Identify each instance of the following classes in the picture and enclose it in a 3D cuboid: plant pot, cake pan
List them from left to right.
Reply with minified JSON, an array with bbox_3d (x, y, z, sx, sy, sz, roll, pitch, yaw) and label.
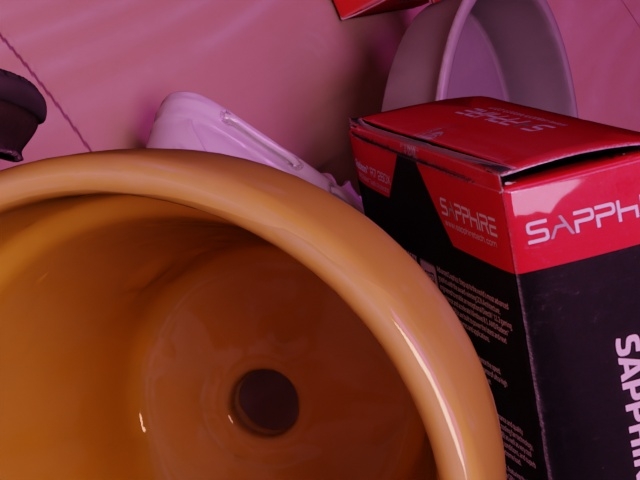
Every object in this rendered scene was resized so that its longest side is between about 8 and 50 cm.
[{"bbox_3d":[-0.044,0.086,0.607,0.254,0.254,0.239,67,14,0],"label":"plant pot"},{"bbox_3d":[0.115,-0.042,1.028,0.293,0.054,0.293,0,90,-63],"label":"cake pan"}]

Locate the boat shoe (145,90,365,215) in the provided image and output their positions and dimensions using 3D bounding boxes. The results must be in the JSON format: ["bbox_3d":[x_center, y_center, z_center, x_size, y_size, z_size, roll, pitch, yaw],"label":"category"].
[{"bbox_3d":[0.000,0.000,0.857,0.258,0.095,0.084,39,45,-41],"label":"boat shoe"}]

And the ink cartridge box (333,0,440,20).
[{"bbox_3d":[0.047,-0.248,1.115,0.134,0.078,0.231,-23,90,-60],"label":"ink cartridge box"}]

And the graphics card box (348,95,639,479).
[{"bbox_3d":[0.116,0.120,0.737,0.233,0.094,0.371,-148,-134,-72],"label":"graphics card box"}]

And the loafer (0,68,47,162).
[{"bbox_3d":[-0.200,-0.042,0.602,0.220,0.080,0.078,-4,106,-60],"label":"loafer"}]
